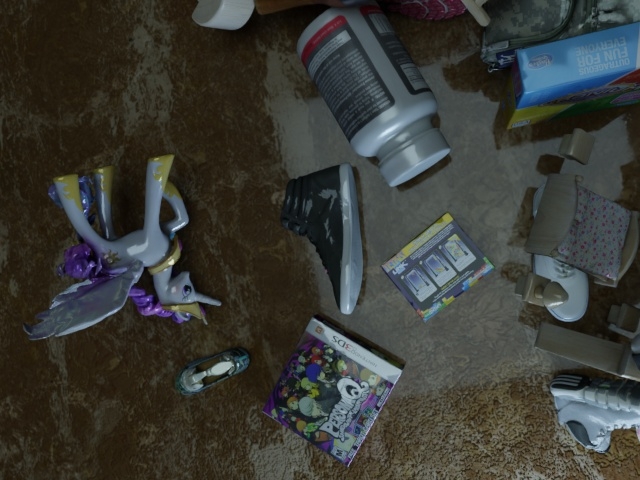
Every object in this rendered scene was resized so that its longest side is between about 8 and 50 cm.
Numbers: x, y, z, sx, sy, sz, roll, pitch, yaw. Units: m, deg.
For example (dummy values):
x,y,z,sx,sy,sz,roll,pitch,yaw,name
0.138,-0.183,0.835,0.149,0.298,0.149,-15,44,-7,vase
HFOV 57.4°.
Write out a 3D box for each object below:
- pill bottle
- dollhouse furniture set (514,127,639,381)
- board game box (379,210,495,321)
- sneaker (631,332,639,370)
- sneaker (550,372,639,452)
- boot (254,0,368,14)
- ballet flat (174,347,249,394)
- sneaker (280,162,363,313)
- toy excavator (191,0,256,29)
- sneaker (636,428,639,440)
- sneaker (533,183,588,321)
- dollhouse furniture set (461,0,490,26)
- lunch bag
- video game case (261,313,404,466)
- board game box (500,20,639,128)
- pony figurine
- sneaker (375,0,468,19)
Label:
x,y,z,sx,sy,sz,roll,pitch,yaw,name
0.104,-0.268,1.083,0.176,0.176,0.318,-31,84,12,pill bottle
0.506,0.038,0.946,0.303,0.174,0.355,19,88,-28,dollhouse furniture set
0.224,0.050,1.129,0.170,0.048,0.141,-40,81,12,board game box
0.579,-0.015,0.804,0.448,0.169,0.257,-33,76,5,sneaker
0.527,0.317,1.029,0.229,0.086,0.132,2,105,45,sneaker
0.042,-0.505,1.056,0.280,0.096,0.264,17,70,47,boot
-0.240,0.278,1.235,0.188,0.070,0.070,-29,85,12,ballet flat
0.000,0.000,1.157,0.147,0.104,0.295,-5,84,15,sneaker
-0.243,-0.685,1.132,0.433,0.222,0.445,37,123,32,toy excavator
0.599,0.313,1.037,0.051,0.070,0.134,8,94,11,sneaker
0.430,0.022,1.057,0.094,0.091,0.258,-11,89,13,sneaker
0.259,-0.603,0.826,0.362,0.256,0.394,-34,57,26,dollhouse furniture set
0.406,-0.443,0.993,0.256,0.212,0.305,1,93,16,lunch bag
0.023,0.301,1.185,0.210,0.042,0.232,30,98,12,video game case
0.426,-0.258,0.937,0.242,0.316,0.064,-10,89,14,board game box
-0.403,0.035,1.168,0.351,0.303,0.363,-14,103,-12,pony figurine
0.158,-0.491,1.095,0.299,0.121,0.112,12,91,14,sneaker
